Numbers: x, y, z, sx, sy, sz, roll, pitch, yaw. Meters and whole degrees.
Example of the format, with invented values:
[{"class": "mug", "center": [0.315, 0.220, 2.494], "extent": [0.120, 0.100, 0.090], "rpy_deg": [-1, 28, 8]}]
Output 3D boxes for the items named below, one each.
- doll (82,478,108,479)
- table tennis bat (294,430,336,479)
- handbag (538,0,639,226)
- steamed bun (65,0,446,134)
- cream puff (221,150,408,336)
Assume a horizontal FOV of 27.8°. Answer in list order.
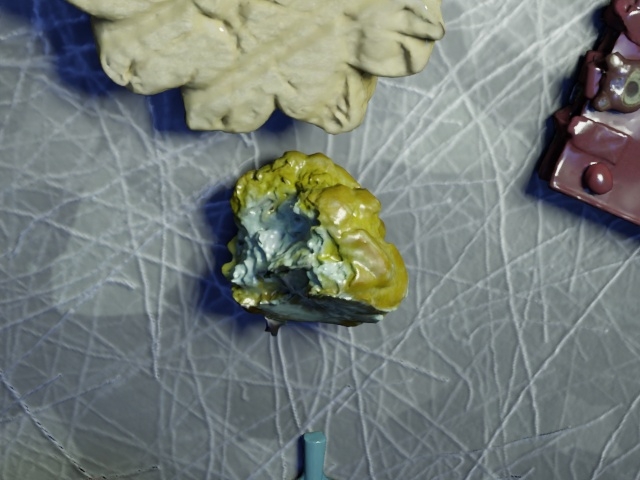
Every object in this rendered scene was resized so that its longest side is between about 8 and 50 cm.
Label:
[{"class": "doll", "center": [-0.211, 0.305, 1.018], "extent": [0.268, 0.284, 0.216], "rpy_deg": [2, 109, -37]}, {"class": "table tennis bat", "center": [-0.009, 0.244, 1.155], "extent": [0.100, 0.019, 0.155], "rpy_deg": [-1, 109, -10]}, {"class": "handbag", "center": [0.308, -0.104, 1.073], "extent": [0.216, 0.074, 0.203], "rpy_deg": [21, 102, -16]}, {"class": "steamed bun", "center": [-0.055, -0.215, 0.915], "extent": [0.295, 0.137, 0.292], "rpy_deg": [4, 140, 7]}, {"class": "cream puff", "center": [0.000, -0.001, 1.022], "extent": [0.121, 0.156, 0.156], "rpy_deg": [-4, 111, -42]}]
